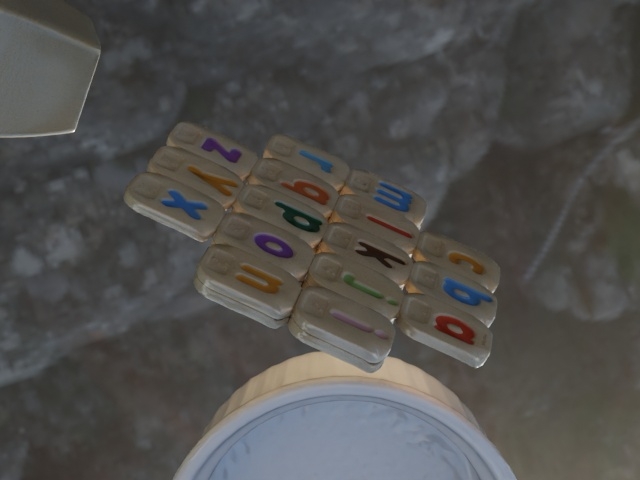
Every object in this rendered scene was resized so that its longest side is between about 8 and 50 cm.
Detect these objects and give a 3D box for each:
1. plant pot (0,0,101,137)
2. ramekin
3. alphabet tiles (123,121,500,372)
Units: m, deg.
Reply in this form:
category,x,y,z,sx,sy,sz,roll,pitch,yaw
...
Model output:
category,x,y,z,sx,sy,sz,roll,pitch,yaw
plant pot,-0.227,-0.139,1.119,0.096,0.109,0.109,12,114,-23
ramekin,0.017,0.217,1.119,0.277,0.277,0.135,-22,-167,5
alphabet tiles,0.000,0.000,1.082,0.284,0.278,0.021,-68,-178,-65
